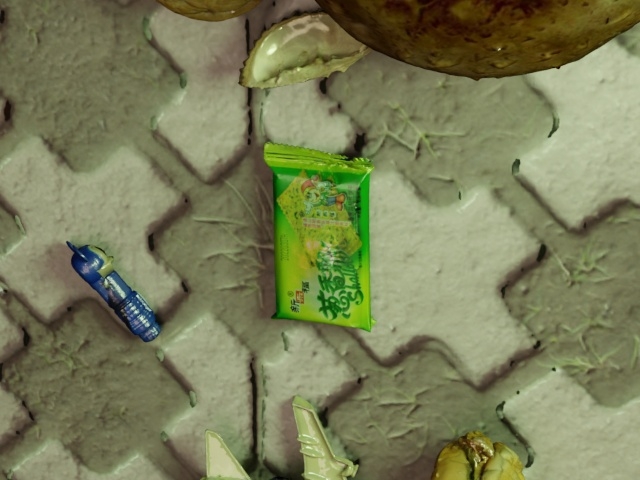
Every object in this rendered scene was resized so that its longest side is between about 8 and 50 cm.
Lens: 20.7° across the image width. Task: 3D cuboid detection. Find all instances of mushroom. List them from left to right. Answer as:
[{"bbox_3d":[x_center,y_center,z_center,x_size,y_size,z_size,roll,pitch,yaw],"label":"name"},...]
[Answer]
[{"bbox_3d":[0.132,-0.262,1.286,0.345,0.239,0.345,21,144,16],"label":"mushroom"}]

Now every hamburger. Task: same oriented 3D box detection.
[{"bbox_3d":[0.142,0.249,1.567,0.083,0.138,0.147,-3,73,12],"label":"hamburger"}]

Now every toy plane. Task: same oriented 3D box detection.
[{"bbox_3d":[-0.014,0.272,1.662,0.244,0.092,0.229,22,106,9],"label":"toy plane"}]

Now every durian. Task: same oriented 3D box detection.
[{"bbox_3d":[-0.011,-0.162,1.460,0.130,0.066,0.052,-17,110,14],"label":"durian"}]

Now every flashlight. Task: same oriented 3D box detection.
[{"bbox_3d":[-0.191,0.044,1.633,0.035,0.057,0.121,-43,107,-9],"label":"flashlight"}]

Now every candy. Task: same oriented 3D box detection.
[{"bbox_3d":[0.000,0.000,1.554,0.102,0.032,0.178,6,117,14],"label":"candy"}]

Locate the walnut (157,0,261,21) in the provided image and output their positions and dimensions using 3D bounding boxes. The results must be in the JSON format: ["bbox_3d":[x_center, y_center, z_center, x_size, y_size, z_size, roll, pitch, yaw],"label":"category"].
[{"bbox_3d":[-0.092,-0.232,1.428,0.124,0.105,0.105,5,118,-3],"label":"walnut"}]
